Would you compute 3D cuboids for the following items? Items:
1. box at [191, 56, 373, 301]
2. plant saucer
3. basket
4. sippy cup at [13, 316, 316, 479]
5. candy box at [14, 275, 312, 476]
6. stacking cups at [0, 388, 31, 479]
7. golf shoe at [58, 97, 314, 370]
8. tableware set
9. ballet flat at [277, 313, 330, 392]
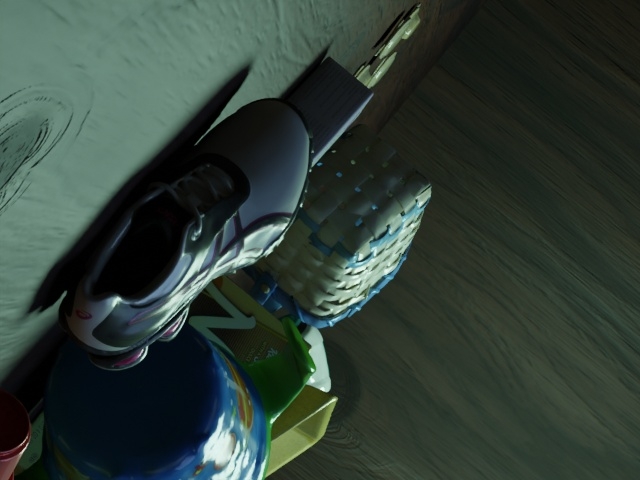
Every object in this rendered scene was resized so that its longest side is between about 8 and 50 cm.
[{"bbox_3d":[-0.063,-0.060,1.798,0.324,0.067,0.063,-50,179,-35],"label":"box"},{"bbox_3d":[-0.145,0.277,2.175,0.332,0.081,0.333,-33,169,-11],"label":"plant saucer"},{"bbox_3d":[0.000,0.000,2.300,0.255,0.201,0.289,-41,168,-41],"label":"basket"},{"bbox_3d":[-0.168,0.171,1.729,0.305,0.240,0.224,-59,169,-15],"label":"sippy cup"},{"bbox_3d":[-0.177,0.183,1.979,0.316,0.183,0.087,-50,178,-24],"label":"candy box"},{"bbox_3d":[-0.307,0.223,1.381,0.096,0.096,0.316,-49,173,-47],"label":"stacking cups"},{"bbox_3d":[-0.095,-0.016,1.422,0.273,0.105,0.120,-51,171,-19],"label":"golf shoe"},{"bbox_3d":[0.084,-0.246,2.361,0.141,0.020,0.168,-54,176,24],"label":"tableware set"},{"bbox_3d":[-0.161,0.243,2.354,0.400,0.139,0.139,-29,177,-3],"label":"ballet flat"}]
